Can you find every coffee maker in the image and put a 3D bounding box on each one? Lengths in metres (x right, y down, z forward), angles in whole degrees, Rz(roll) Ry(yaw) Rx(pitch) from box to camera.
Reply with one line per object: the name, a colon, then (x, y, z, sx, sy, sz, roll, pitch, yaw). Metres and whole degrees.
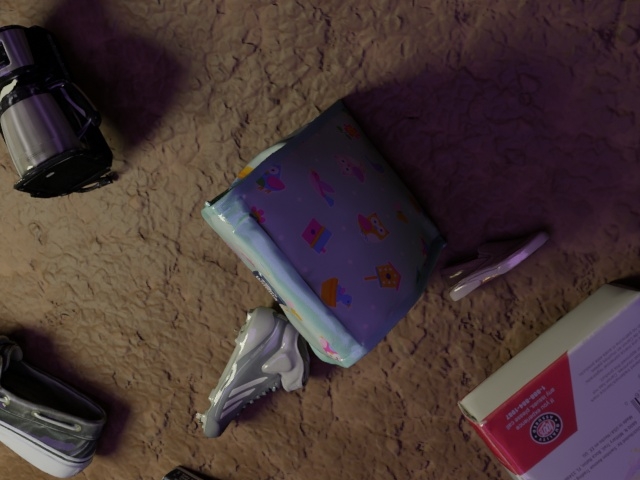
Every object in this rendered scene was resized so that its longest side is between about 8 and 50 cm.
coffee maker: (-0.330, -0.146, 1.375, 0.120, 0.171, 0.178, -24, 81, -12)

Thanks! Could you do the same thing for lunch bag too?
lunch bag: (0.000, 0.000, 1.243, 0.160, 0.262, 0.223, -35, 97, 28)

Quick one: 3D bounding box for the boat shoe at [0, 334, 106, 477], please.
boat shoe: (-0.433, 0.182, 1.568, 0.335, 0.121, 0.119, 31, 111, -6)

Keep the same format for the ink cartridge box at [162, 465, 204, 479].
ink cartridge box: (-0.134, 0.434, 1.559, 0.206, 0.045, 0.208, 22, 117, 27)

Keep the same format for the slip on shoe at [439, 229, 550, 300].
slip on shoe: (0.192, 0.019, 1.306, 0.135, 0.051, 0.041, -35, 85, 34)

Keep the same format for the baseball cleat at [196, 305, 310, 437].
baseball cleat: (-0.078, 0.180, 1.453, 0.109, 0.072, 0.206, 25, 121, 2)

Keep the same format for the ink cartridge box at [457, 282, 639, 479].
ink cartridge box: (0.329, 0.231, 1.247, 0.226, 0.131, 0.306, -38, 97, -3)
